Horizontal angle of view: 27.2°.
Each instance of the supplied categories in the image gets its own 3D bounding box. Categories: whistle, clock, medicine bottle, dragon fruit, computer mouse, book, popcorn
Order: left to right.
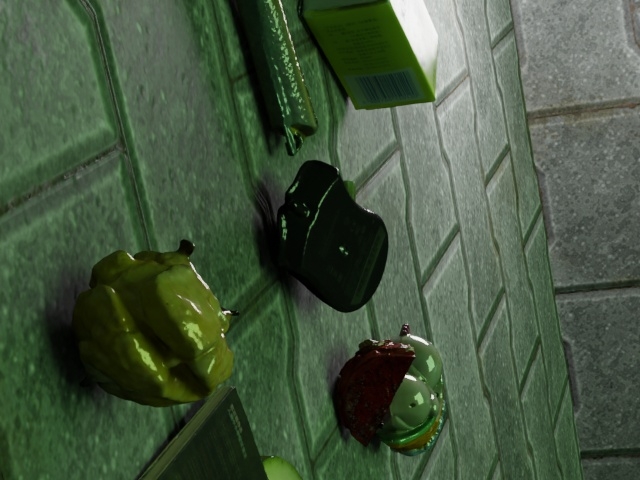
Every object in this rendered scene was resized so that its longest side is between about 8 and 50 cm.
[{"bbox_3d":[-0.143,0.079,1.150,0.152,0.148,0.167,-53,175,-19],"label":"popcorn"},{"bbox_3d":[-0.113,0.264,1.314,0.228,0.024,0.160,-49,125,-60],"label":"book"},{"bbox_3d":[-0.067,-0.257,1.609,0.068,0.057,0.326,-58,139,-56],"label":"whistle"},{"bbox_3d":[0.000,0.000,1.677,0.264,0.088,0.147,50,57,-58],"label":"computer mouse"},{"bbox_3d":[0.061,0.188,1.816,0.106,0.083,0.162,-95,-156,-64],"label":"dragon fruit"},{"bbox_3d":[0.075,-0.312,1.917,0.250,0.141,0.137,57,35,-54],"label":"medicine bottle"},{"bbox_3d":[0.128,0.225,1.954,0.231,0.103,0.144,-72,148,-55],"label":"clock"}]

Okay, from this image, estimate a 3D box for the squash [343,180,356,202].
[{"bbox_3d":[0.037,-0.043,1.889,0.027,0.027,0.083,48,39,-60],"label":"squash"}]

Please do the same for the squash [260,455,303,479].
[{"bbox_3d":[-0.059,0.349,1.479,0.219,0.041,0.219,-10,90,-68],"label":"squash"}]
